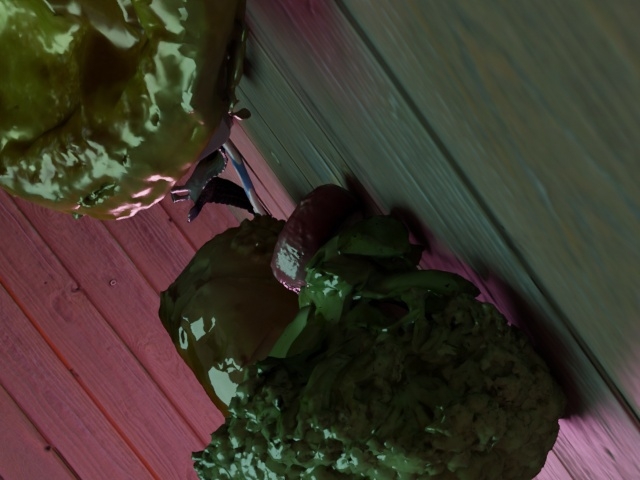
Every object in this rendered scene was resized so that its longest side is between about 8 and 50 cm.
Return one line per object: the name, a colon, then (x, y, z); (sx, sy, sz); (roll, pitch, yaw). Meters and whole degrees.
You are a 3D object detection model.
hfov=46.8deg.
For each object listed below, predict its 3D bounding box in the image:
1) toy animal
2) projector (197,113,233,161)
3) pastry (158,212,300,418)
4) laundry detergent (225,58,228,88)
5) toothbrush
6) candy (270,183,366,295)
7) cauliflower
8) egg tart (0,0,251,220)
toy animal: (-0.227, -0.134, 1.438); (0.197, 0.160, 0.272); (52, 167, 28)
projector: (-0.249, -0.250, 1.059); (0.250, 0.108, 0.198); (48, 171, 39)
pastry: (-0.033, 0.141, 0.981); (0.409, 0.245, 0.409); (49, 173, 8)
laundry detergent: (-0.144, -0.204, 0.640); (0.181, 0.091, 0.253); (53, 173, 2)
toothbrush: (-0.142, -0.119, 1.289); (0.386, 0.040, 0.040); (55, 173, -8)
candy: (0.000, 0.000, 0.653); (0.043, 0.103, 0.103); (30, 165, 19)
cauliflower: (0.035, 0.098, 0.544); (0.272, 0.275, 0.250); (29, -128, -63)
egg tart: (-0.168, -0.172, 0.462); (0.342, 0.132, 0.341); (18, 125, 27)
